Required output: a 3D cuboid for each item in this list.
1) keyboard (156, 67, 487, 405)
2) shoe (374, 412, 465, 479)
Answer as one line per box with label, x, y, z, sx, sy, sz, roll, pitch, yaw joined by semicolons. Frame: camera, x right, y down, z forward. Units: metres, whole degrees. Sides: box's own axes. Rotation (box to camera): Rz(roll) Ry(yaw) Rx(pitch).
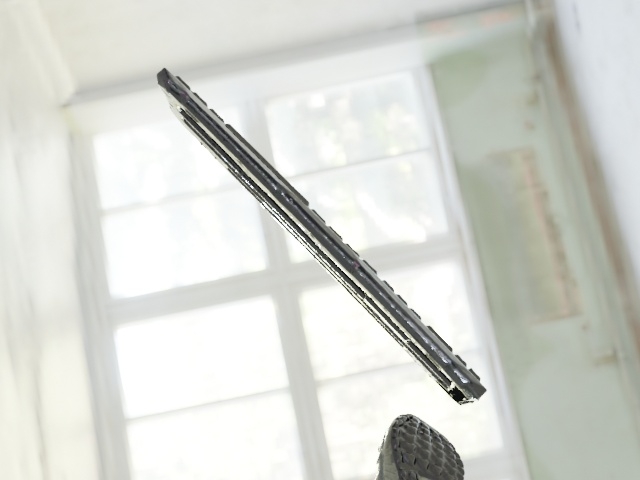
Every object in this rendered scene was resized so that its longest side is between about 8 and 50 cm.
keyboard;0.000;0.000;0.920;0.262;0.016;0.106;45;174;7
shoe;0.061;0.207;1.200;0.074;0.077;0.194;36;-156;-15
